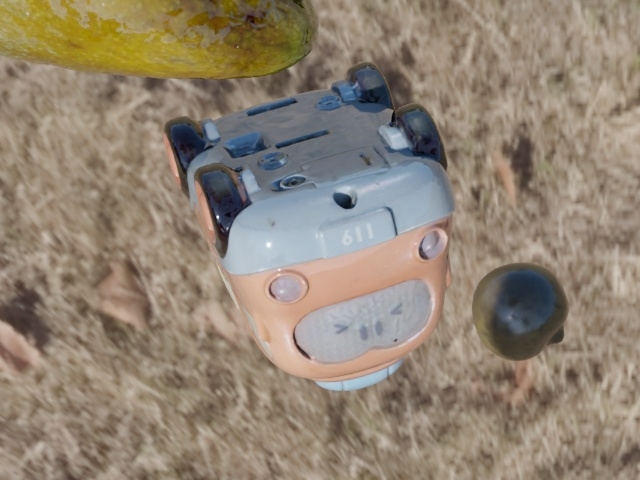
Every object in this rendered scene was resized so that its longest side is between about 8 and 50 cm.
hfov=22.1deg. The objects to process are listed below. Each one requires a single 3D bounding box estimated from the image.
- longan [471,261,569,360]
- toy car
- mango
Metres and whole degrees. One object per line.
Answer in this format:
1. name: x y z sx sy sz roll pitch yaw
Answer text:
1. longan: 0.215 0.077 1.749 0.113 0.092 0.113 0 110 -1
2. toy car: 0.000 0.000 1.261 0.180 0.212 0.270 -17 23 -10
3. mango: -0.148 -0.169 0.890 0.316 0.193 0.146 31 121 13
